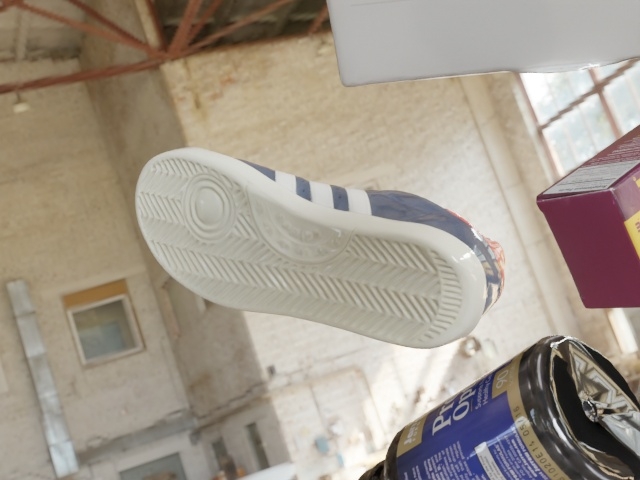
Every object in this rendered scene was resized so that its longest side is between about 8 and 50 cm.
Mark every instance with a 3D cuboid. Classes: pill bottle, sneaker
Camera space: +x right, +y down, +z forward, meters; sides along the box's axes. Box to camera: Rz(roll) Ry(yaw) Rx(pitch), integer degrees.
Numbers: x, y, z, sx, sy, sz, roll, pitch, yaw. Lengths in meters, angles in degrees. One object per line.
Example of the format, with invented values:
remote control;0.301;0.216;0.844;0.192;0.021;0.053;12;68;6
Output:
pill bottle;0.126;0.172;0.779;0.123;0.122;0.219;-7;-26;-49
sneaker;0.000;0.000;0.920;0.350;0.131;0.148;21;20;26

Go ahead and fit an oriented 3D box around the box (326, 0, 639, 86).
box;0.098;-0.160;0.439;0.181;0.119;0.182;-4;32;13

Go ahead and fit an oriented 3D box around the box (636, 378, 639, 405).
box;0.382;0.181;0.772;0.296;0.293;0.073;17;-28;3

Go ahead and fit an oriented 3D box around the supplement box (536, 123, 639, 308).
supplement box;0.140;-0.015;0.435;0.083;0.055;0.043;-34;14;-29
